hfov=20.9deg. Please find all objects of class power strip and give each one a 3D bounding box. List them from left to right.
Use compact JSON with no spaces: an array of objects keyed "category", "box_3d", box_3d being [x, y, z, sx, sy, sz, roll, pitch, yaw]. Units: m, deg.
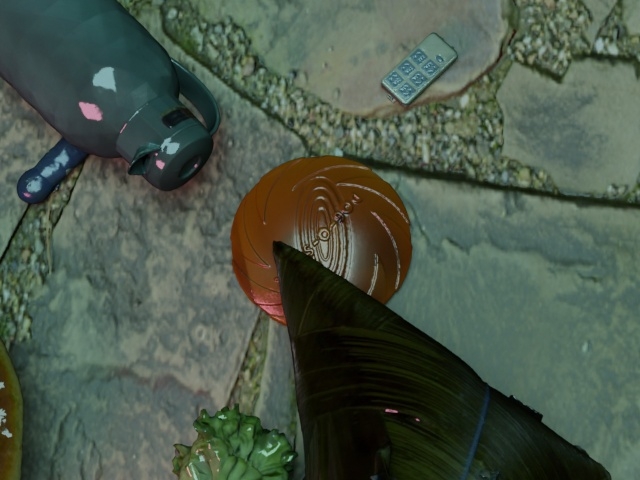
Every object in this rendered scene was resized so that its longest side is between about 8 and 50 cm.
[{"category":"power strip","box_3d":[0.106,-0.183,1.858,0.090,0.016,0.040,-44,78,-7]}]

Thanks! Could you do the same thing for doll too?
[{"category":"doll","box_3d":[-0.275,-0.088,1.852,0.037,0.027,0.125,42,79,11]}]

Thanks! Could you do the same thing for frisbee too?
[{"category":"frisbee","box_3d":[0.000,0.000,1.811,0.192,0.035,0.192,-1,77,4]}]

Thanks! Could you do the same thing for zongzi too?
[{"category":"zongzi","box_3d":[0.022,0.184,1.593,0.432,0.403,0.208,45,117,12]}]

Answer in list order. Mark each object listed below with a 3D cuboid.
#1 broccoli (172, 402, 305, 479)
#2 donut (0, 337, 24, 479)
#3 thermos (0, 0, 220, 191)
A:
[{"category":"broccoli","box_3d":[-0.133,0.373,1.560,0.275,0.397,0.353,-37,81,19]},{"category":"donut","box_3d":[-0.447,0.202,1.734,0.330,0.160,0.330,2,69,-6]},{"category":"thermos","box_3d":[-0.221,-0.171,1.807,0.286,0.182,0.145,44,124,16]}]
